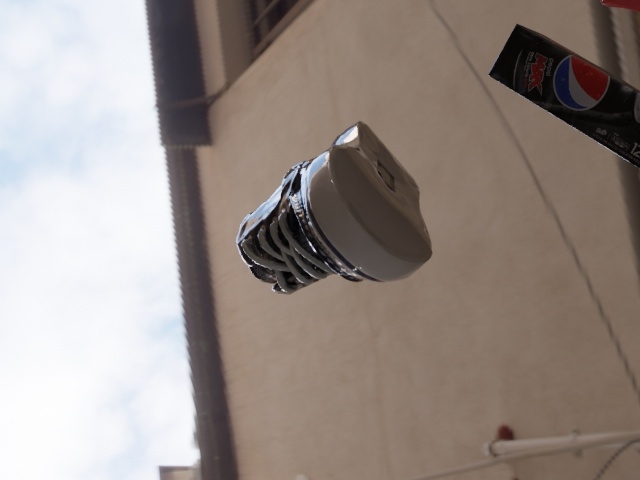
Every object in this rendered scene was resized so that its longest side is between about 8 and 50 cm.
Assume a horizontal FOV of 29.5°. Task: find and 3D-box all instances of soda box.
[{"bbox_3d":[0.231,-0.123,1.047,0.060,0.169,0.053,4,-61,-56],"label":"soda box"}]

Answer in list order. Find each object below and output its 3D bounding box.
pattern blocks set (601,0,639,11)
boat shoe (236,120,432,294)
[{"bbox_3d":[0.303,-0.237,0.594,0.285,0.026,0.325,16,-71,-5],"label":"pattern blocks set"},{"bbox_3d":[0.000,0.000,1.055,0.158,0.340,0.127,-40,-86,13],"label":"boat shoe"}]
